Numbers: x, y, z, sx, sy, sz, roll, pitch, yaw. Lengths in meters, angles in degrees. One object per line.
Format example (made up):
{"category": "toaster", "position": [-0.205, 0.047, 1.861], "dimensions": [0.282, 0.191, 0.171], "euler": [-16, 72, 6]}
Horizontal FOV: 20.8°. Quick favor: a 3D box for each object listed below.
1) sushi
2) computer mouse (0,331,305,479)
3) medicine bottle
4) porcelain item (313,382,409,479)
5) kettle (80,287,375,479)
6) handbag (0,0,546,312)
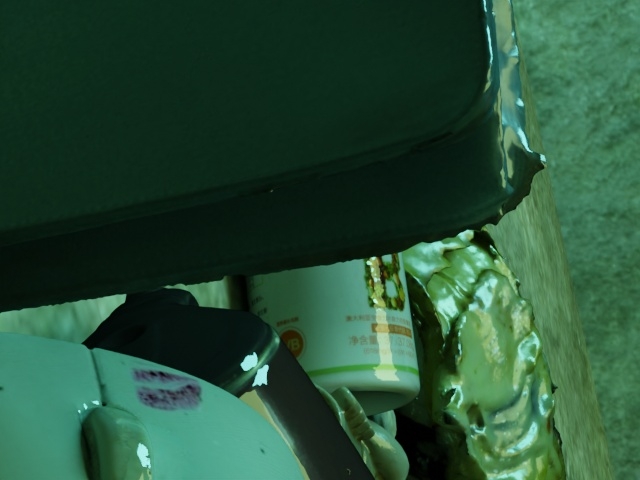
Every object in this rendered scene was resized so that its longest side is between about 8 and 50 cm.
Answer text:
{"category": "sushi", "position": [0.078, 0.119, 1.100], "dimensions": [0.139, 0.131, 0.291], "euler": [-40, 128, -48]}
{"category": "computer mouse", "position": [-0.060, 0.151, 0.423], "dimensions": [0.097, 0.159, 0.289], "euler": [-41, -139, 54]}
{"category": "medicine bottle", "position": [0.000, 0.000, 0.932], "dimensions": [0.086, 0.086, 0.183], "euler": [39, 41, -68]}
{"category": "porcelain item", "position": [0.005, 0.119, 0.892], "dimensions": [0.054, 0.084, 0.213], "euler": [56, 5, 21]}
{"category": "kettle", "position": [-0.022, 0.132, 0.642], "dimensions": [0.202, 0.144, 0.232], "euler": [-80, 150, -73]}
{"category": "handbag", "position": [-0.058, -0.059, 0.475], "dimensions": [0.057, 0.221, 0.144], "euler": [45, 38, -63]}
